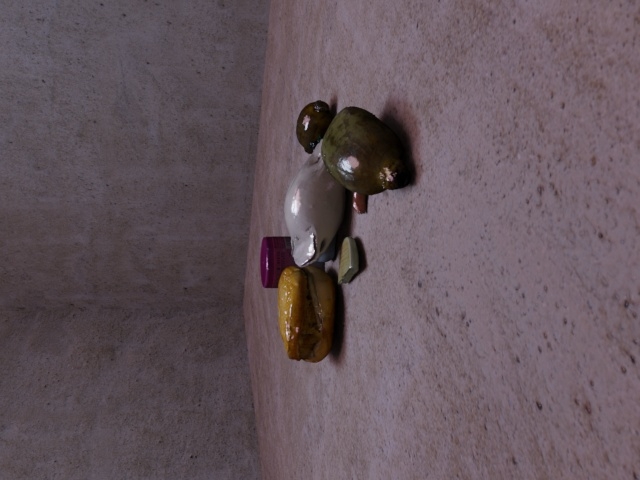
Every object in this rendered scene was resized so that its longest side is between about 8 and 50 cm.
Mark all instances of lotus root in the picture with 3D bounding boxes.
[{"bbox_3d":[-0.022,-0.353,1.990,0.210,0.120,0.120,107,159,-49],"label":"lotus root"},{"bbox_3d":[0.098,-0.196,1.400,0.309,0.173,0.173,-129,40,-58],"label":"lotus root"}]

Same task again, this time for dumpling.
[{"bbox_3d":[-0.027,-0.114,1.841,0.260,0.181,0.341,-159,56,-71],"label":"dumpling"}]

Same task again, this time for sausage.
[{"bbox_3d":[0.104,-0.143,1.604,0.042,0.036,0.158,-105,18,-72],"label":"sausage"}]

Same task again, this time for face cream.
[{"bbox_3d":[-0.098,0.073,2.127,0.175,0.194,0.175,-179,90,-79],"label":"face cream"}]

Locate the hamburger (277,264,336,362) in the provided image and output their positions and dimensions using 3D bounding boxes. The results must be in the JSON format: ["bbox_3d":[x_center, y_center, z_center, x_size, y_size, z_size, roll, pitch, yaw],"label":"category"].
[{"bbox_3d":[-0.045,0.224,1.951,0.314,0.170,0.290,-126,41,-70],"label":"hamburger"}]

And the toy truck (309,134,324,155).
[{"bbox_3d":[0.001,-0.250,1.954,0.147,0.079,0.065,107,158,-49],"label":"toy truck"}]

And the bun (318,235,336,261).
[{"bbox_3d":[0.000,0.000,1.950,0.141,0.083,0.141,177,90,-77],"label":"bun"}]

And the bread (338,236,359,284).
[{"bbox_3d":[0.079,0.047,1.717,0.193,0.036,0.112,118,155,-70],"label":"bread"}]
